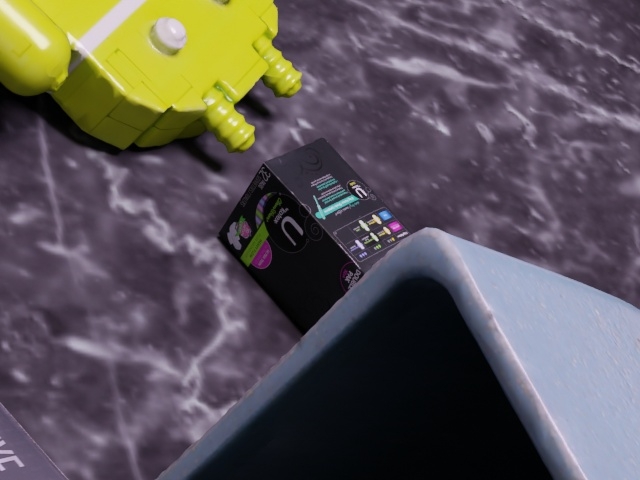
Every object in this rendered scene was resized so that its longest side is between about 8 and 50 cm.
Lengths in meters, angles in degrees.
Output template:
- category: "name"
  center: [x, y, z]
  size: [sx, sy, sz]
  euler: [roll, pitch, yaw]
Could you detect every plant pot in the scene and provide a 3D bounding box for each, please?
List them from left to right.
- category: "plant pot"
  center: [0.096, 0.173, 0.716]
  size: [0.252, 0.248, 0.247]
  euler: [8, 45, -48]

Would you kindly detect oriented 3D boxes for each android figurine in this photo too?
- category: "android figurine"
  center: [-0.124, -0.160, 0.978]
  size: [0.273, 0.056, 0.248]
  euler: [46, 42, -5]

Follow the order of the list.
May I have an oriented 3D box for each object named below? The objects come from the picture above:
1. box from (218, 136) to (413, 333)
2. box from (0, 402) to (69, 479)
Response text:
- category: "box"
  center: [0.000, 0.000, 0.938]
  size: [0.083, 0.062, 0.052]
  euler: [48, 43, 15]
- category: "box"
  center: [-0.174, 0.155, 0.606]
  size: [0.242, 0.077, 0.307]
  euler: [-13, 41, -42]
